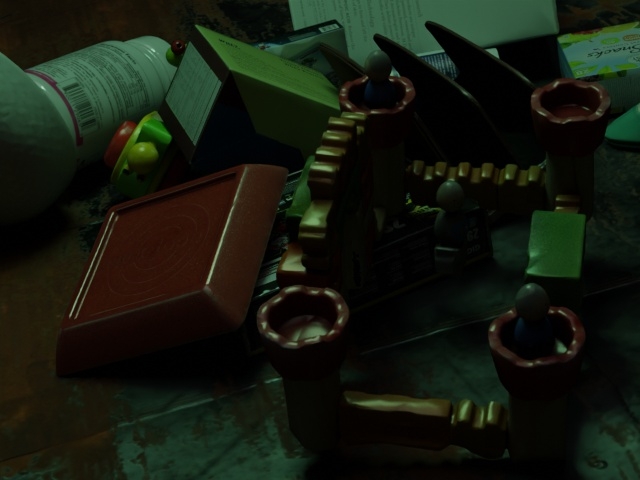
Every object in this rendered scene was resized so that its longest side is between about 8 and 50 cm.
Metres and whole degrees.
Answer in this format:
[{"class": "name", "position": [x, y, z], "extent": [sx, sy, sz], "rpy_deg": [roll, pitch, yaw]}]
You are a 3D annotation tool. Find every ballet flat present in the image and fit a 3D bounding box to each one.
[{"class": "ballet flat", "position": [0.477, -0.163, 1.845], "extent": [0.247, 0.087, 0.083], "rpy_deg": [5, 32, 30]}]

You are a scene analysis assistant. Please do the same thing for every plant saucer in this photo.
[{"class": "plant saucer", "position": [-0.178, 0.020, 1.665], "extent": [0.258, 0.048, 0.259], "rpy_deg": [-16, 39, 28]}]

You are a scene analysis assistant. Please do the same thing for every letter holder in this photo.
[{"class": "letter holder", "position": [0.148, -0.188, 1.838], "extent": [0.152, 0.214, 0.302], "rpy_deg": [-42, 31, -1]}]

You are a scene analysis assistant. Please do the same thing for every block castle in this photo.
[{"class": "block castle", "position": [0.124, -0.005, 1.459], "extent": [0.303, 0.213, 0.453], "rpy_deg": [4, 40, 13]}]

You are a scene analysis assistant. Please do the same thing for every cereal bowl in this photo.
[{"class": "cereal bowl", "position": [-0.502, -0.134, 1.935], "extent": [0.339, 0.339, 0.141], "rpy_deg": [9, 53, 34]}]

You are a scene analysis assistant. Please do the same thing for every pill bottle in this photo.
[{"class": "pill bottle", "position": [-0.331, -0.200, 2.134], "extent": [0.160, 0.160, 0.283], "rpy_deg": [9, 25, 34]}, {"class": "pill bottle", "position": [0.171, -0.223, 2.070], "extent": [0.169, 0.094, 0.094], "rpy_deg": [-10, 28, 3]}]

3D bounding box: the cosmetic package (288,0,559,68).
[{"class": "cosmetic package", "position": [0.151, -0.346, 2.187], "extent": [0.384, 0.156, 0.217], "rpy_deg": [-12, 7, 2]}]

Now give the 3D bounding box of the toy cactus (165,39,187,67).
[{"class": "toy cactus", "position": [-0.140, -0.222, 2.140], "extent": [0.219, 0.112, 0.180], "rpy_deg": [18, -19, -21]}]

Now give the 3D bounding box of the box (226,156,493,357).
[{"class": "box", "position": [0.000, 0.000, 1.738], "extent": [0.322, 0.079, 0.257], "rpy_deg": [-22, 31, -19]}]

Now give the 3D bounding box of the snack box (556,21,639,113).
[{"class": "snack box", "position": [0.445, -0.245, 2.031], "extent": [0.207, 0.070, 0.174], "rpy_deg": [-10, 27, 6]}]

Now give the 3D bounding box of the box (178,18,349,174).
[{"class": "box", "position": [-0.068, -0.202, 2.051], "extent": [0.233, 0.159, 0.044], "rpy_deg": [-17, 30, -11]}]

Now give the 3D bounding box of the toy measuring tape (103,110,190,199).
[{"class": "toy measuring tape", "position": [-0.232, -0.118, 2.044], "extent": [0.121, 0.121, 0.330], "rpy_deg": [-10, 9, 4]}]

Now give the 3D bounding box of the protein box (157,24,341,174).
[{"class": "protein box", "position": [-0.082, -0.164, 1.919], "extent": [0.199, 0.136, 0.201], "rpy_deg": [18, 17, -25]}]
